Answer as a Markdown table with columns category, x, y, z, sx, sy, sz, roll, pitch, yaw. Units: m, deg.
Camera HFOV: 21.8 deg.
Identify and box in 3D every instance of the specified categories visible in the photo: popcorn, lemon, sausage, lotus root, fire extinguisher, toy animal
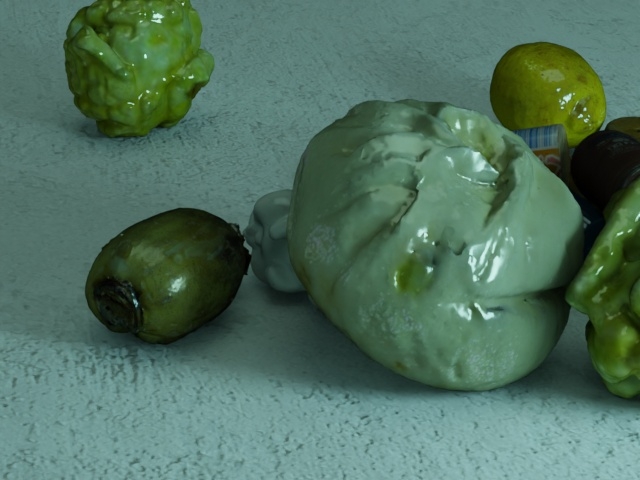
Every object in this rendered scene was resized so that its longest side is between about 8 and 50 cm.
| category | x | y | z | sx | sy | sz | roll | pitch | yaw |
| --- | --- | --- | --- | --- | --- | --- | --- | --- | --- |
| popcorn | -0.280 | -0.275 | 2.513 | 0.195 | 0.256 | 0.255 | 9 | -13 | 42 |
| lemon | 0.353 | -0.225 | 2.582 | 0.170 | 0.170 | 0.207 | -5 | 26 | -19 |
| popcorn | 0.424 | 0.057 | 1.846 | 0.312 | 0.312 | 0.312 | 3 | 24 | -1 |
| sausage | 0.185 | -0.095 | 2.286 | 0.312 | 0.093 | 0.093 | -7 | 20 | 17 |
| lotus root | -0.164 | 0.030 | 1.953 | 0.154 | 0.154 | 0.278 | 17 | 22 | 27 |
| fire extinguisher | 0.408 | -0.081 | 2.173 | 0.138 | 0.102 | 0.344 | 15 | 11 | -8 |
| toy animal | 0.008 | 0.004 | 2.052 | 0.179 | 0.127 | 0.193 | -7 | 25 | -29 |

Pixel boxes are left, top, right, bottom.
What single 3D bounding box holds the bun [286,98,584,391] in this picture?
| category | x | y | z | sx | sy | sz | roll | pitch | yaw |
| --- | --- | --- | --- | --- | --- | --- | --- | --- | --- |
| bun | 0.145 | -0.013 | 1.864 | 0.365 | 0.219 | 0.365 | 17 | 46 | -19 |

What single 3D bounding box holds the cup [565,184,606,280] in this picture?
| category | x | y | z | sx | sy | sz | roll | pitch | yaw |
| --- | --- | --- | --- | --- | --- | --- | --- | --- | --- |
| cup | 0.268 | -0.008 | 2.132 | 0.155 | 0.131 | 0.176 | 35 | 75 | 29 |

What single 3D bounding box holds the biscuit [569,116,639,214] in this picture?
| category | x | y | z | sx | sy | sz | roll | pitch | yaw |
| --- | --- | --- | --- | --- | --- | --- | --- | --- | --- |
| biscuit | 0.489 | -0.064 | 2.358 | 0.368 | 0.076 | 0.394 | 25 | 34 | 39 |
